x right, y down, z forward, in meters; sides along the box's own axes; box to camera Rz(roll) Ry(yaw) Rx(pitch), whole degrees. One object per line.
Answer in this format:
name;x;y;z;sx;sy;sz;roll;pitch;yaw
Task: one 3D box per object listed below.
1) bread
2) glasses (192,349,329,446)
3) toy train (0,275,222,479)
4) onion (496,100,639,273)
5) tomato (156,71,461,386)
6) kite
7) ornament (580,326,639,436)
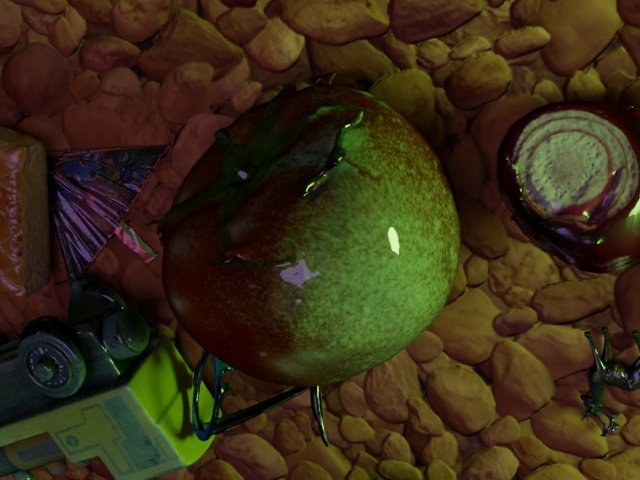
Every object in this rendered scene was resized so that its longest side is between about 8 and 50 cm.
bread;-0.377;-0.039;1.647;0.125;0.068;0.188;16;118;24
glasses;-0.041;0.136;1.566;0.207;0.102;0.239;23;111;9
toy train;-0.326;0.196;1.699;0.369;0.150;0.237;-20;110;30
onion;0.270;-0.063;1.359;0.198;0.135;0.173;-37;75;-7
tomato;0.000;0.000;1.393;0.303;0.303;0.239;-28;124;29
kite;-0.254;-0.044;1.633;0.183;0.014;0.241;43;120;-1
ornament;0.307;0.151;1.482;0.073;0.028;0.125;8;113;19
